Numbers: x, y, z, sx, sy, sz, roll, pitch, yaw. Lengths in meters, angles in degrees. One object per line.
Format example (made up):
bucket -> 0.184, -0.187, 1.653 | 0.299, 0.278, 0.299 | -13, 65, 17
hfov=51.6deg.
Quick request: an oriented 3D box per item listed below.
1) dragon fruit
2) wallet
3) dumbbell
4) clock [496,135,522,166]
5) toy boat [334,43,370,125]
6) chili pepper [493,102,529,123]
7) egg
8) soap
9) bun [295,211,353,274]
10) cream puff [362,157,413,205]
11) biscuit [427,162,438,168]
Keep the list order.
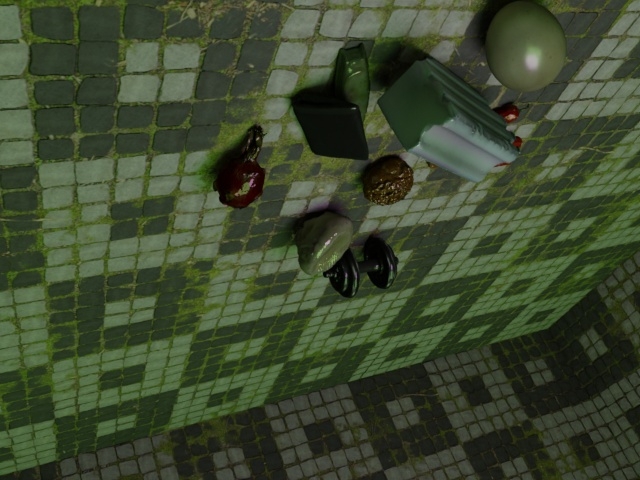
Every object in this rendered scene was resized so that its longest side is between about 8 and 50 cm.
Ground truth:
dragon fruit -> -0.192, -0.183, 1.676 | 0.125, 0.125, 0.246 | 12, 120, -28
wallet -> 0.032, -0.278, 1.663 | 0.169, 0.052, 0.245 | 9, 158, 16
dumbbell -> 0.143, 0.093, 2.289 | 0.290, 0.192, 0.192 | -10, 148, -24
clock -> 0.546, -0.284, 2.102 | 0.155, 0.061, 0.113 | -11, 149, -16
toy boat -> 0.081, -0.353, 1.636 | 0.093, 0.055, 0.293 | -16, 150, -10
chili pepper -> 0.531, -0.363, 1.963 | 0.191, 0.050, 0.059 | -20, 169, 8
egg -> 0.496, -0.473, 1.610 | 0.189, 0.188, 0.254 | -32, 143, 14
soap -> 0.341, -0.302, 1.702 | 0.156, 0.261, 0.446 | -41, 148, 27
bun -> 0.000, 0.000, 2.080 | 0.231, 0.133, 0.231 | -42, 162, -17
cream puff -> 0.206, -0.168, 1.976 | 0.165, 0.115, 0.150 | -41, 151, 26
biscuit -> 0.397, -0.275, 2.039 | 0.140, 0.023, 0.118 | -15, 150, -15
